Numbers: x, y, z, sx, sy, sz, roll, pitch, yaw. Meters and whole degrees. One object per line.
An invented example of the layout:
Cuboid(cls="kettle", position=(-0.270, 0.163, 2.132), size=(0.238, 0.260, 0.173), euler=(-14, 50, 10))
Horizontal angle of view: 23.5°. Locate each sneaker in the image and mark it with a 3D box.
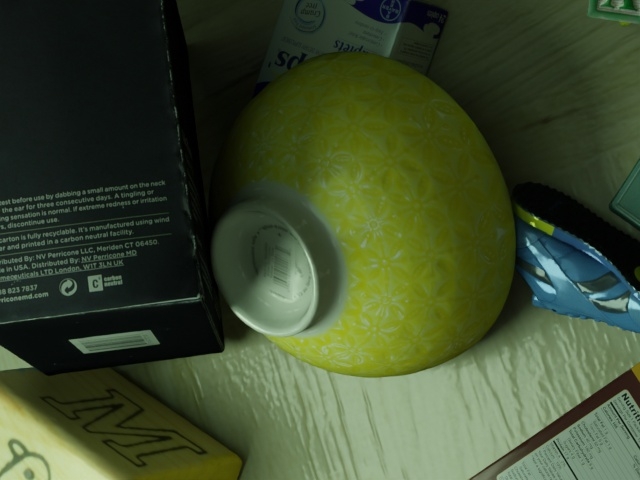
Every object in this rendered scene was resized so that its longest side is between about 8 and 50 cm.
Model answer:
Cuboid(cls="sneaker", position=(0.228, 0.037, 1.253), size=(0.209, 0.069, 0.082), euler=(36, 125, 25))

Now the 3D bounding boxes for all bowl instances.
Cuboid(cls="bowl", position=(0.000, 0.000, 1.281), size=(0.289, 0.156, 0.289), euler=(19, 121, 34))

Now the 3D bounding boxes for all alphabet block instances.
Cuboid(cls="alphabet block", position=(-0.226, 0.245, 1.449), size=(0.197, 0.193, 0.192), euler=(29, 106, 28))

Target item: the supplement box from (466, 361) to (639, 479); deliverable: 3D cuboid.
Cuboid(cls="supplement box", position=(0.243, 0.184, 1.160), size=(0.194, 0.191, 0.129), euler=(-39, 70, 26))

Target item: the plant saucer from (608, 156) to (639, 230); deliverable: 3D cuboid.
Cuboid(cls="plant saucer", position=(0.318, -0.001, 1.220), size=(0.192, 0.018, 0.067), euler=(39, 109, 27))

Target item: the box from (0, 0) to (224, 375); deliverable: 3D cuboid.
Cuboid(cls="box", position=(-0.194, -0.064, 1.317), size=(0.179, 0.343, 0.312), euler=(-7, 79, -2))

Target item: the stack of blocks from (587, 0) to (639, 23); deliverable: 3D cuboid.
Cuboid(cls="stack of blocks", position=(0.342, -0.185, 1.080), size=(0.297, 0.087, 0.171), euler=(10, 109, 7))

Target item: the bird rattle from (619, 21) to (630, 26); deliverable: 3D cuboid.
Cuboid(cls="bird rattle", position=(0.276, -0.302, 1.193), size=(0.253, 0.143, 0.207), euler=(-40, 53, 21))

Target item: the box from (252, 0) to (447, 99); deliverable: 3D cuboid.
Cuboid(cls="box", position=(0.025, -0.164, 1.370), size=(0.126, 0.072, 0.137), euler=(25, 103, 30))
